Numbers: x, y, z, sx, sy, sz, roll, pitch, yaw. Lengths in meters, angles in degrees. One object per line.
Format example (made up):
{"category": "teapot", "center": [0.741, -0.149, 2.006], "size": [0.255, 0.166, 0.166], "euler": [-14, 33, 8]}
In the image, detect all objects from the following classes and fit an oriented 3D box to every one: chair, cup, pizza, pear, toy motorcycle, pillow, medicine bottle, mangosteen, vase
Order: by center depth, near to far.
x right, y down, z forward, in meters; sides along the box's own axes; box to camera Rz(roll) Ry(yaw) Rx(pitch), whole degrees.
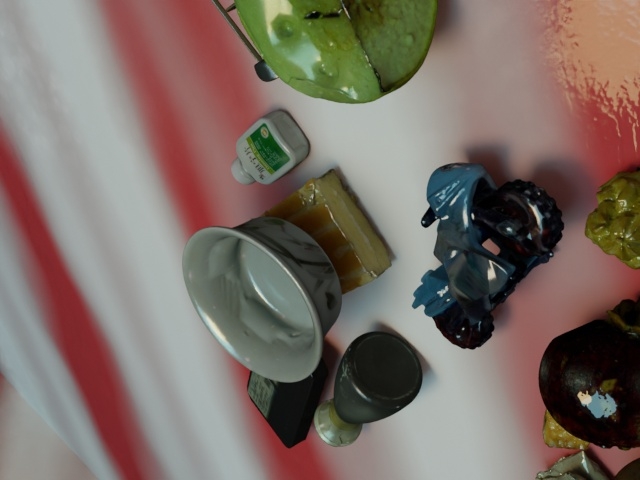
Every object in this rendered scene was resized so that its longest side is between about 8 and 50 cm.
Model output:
{"category": "mangosteen", "center": [0.477, 0.188, 1.213], "size": [0.231, 0.231, 0.289], "euler": [16, 95, 34]}
{"category": "pear", "center": [0.004, -0.395, 1.214], "size": [0.318, 0.238, 0.342], "euler": [1, 124, 55]}
{"category": "toy motorcycle", "center": [0.258, 0.018, 1.323], "size": [0.232, 0.172, 0.416], "euler": [43, 146, 20]}
{"category": "chair", "center": [-0.114, -0.405, 1.398], "size": [0.104, 0.095, 0.221], "euler": [-21, 103, 31]}
{"category": "pizza", "center": [0.469, 0.338, 1.429], "size": [0.099, 0.036, 0.160], "euler": [27, 133, 26]}
{"category": "pillow", "center": [0.517, 0.501, 1.469], "size": [0.181, 0.078, 0.134], "euler": [46, 141, 3]}
{"category": "cup", "center": [-0.091, 0.089, 1.493], "size": [0.347, 0.163, 0.347], "euler": [25, 134, 28]}
{"category": "medicine bottle", "center": [-0.112, -0.180, 1.567], "size": [0.119, 0.069, 0.183], "euler": [54, 139, -5]}
{"category": "vase", "center": [0.088, 0.343, 1.689], "size": [0.173, 0.173, 0.321], "euler": [43, 144, 11]}

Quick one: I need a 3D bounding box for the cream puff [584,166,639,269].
{"category": "cream puff", "center": [0.469, -0.024, 1.112], "size": [0.156, 0.156, 0.121], "euler": [61, 155, -10]}

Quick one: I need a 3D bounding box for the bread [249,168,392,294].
{"category": "bread", "center": [0.000, 0.000, 1.557], "size": [0.246, 0.111, 0.239], "euler": [-26, 99, 47]}

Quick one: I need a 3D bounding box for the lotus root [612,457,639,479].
{"category": "lotus root", "center": [0.629, 0.458, 1.226], "size": [0.346, 0.250, 0.250], "euler": [-20, 103, 47]}

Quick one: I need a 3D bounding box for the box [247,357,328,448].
{"category": "box", "center": [-0.088, 0.342, 1.864], "size": [0.211, 0.058, 0.350], "euler": [49, 145, 28]}
